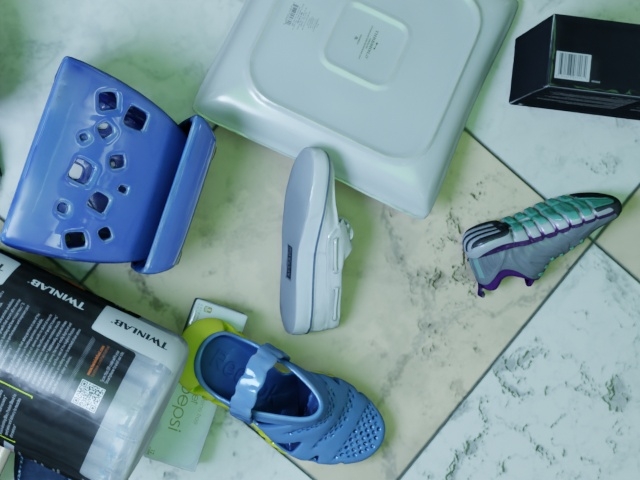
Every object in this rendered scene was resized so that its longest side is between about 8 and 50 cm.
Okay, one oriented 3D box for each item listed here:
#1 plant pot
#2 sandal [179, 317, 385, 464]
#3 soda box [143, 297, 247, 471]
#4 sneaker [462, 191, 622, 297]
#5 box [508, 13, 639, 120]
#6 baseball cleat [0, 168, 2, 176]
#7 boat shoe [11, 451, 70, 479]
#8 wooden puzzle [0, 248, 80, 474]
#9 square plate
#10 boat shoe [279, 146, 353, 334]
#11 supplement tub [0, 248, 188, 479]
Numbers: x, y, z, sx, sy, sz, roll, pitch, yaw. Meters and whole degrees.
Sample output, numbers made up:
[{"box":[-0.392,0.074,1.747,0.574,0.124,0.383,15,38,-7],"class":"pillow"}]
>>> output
[{"box":[-0.262,-0.077,1.562,0.212,0.236,0.236,18,87,-13],"class":"plant pot"},{"box":[-0.036,0.208,1.592,0.317,0.138,0.126,28,81,-31],"class":"sandal"},{"box":[-0.165,0.187,1.644,0.074,0.069,0.216,19,88,-7],"class":"soda box"},{"box":[0.306,0.005,1.711,0.224,0.083,0.098,-16,112,-2],"class":"sneaker"},{"box":[0.403,-0.222,1.660,0.261,0.184,0.103,6,86,-7],"class":"box"},{"box":[-0.489,-0.045,1.578,0.206,0.072,0.109,-36,136,-23],"class":"baseball cleat"},{"box":[-0.347,0.237,1.611,0.109,0.089,0.258,9,88,-6],"class":"boat shoe"},{"box":[-0.514,0.151,1.582,0.322,0.080,0.347,23,72,-4],"class":"wooden puzzle"},{"box":[0.055,-0.251,1.659,0.344,0.049,0.347,25,76,-4],"class":"square plate"},{"box":[0.000,0.000,1.642,0.084,0.095,0.258,-3,116,-21],"class":"boat shoe"},{"box":[-0.343,0.139,1.464,0.338,0.207,0.207,26,86,-1],"class":"supplement tub"}]
